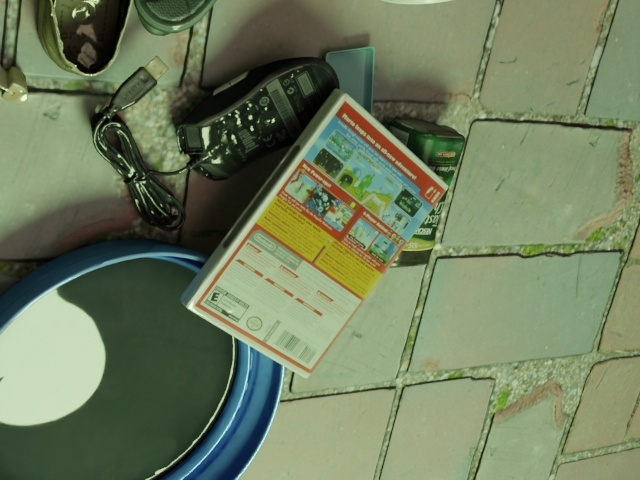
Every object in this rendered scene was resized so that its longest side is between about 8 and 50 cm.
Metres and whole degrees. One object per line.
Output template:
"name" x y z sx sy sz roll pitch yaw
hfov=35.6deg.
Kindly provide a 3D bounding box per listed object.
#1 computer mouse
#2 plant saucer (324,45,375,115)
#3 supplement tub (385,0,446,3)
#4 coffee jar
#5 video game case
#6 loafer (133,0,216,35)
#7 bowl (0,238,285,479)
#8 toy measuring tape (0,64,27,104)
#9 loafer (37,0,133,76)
"computer mouse" -0.117 -0.143 1.054 0.262 0.060 0.184 -36 133 0
"plant saucer" 0.029 -0.135 1.182 0.067 0.018 0.192 -14 121 -28
"supplement tub" 0.105 -0.361 1.037 0.144 0.144 0.200 -21 123 -25
"coffee jar" 0.111 -0.054 1.235 0.096 0.079 0.184 -5 116 -45
"video game case" 0.000 0.000 1.121 0.204 0.025 0.285 37 90 -38
"loafer" -0.087 -0.308 0.990 0.096 0.084 0.267 45 79 -9
"bowl" -0.226 0.177 1.126 0.391 0.077 0.391 -16 121 -28
"toy measuring tape" -0.279 -0.271 0.844 0.121 0.121 0.330 -31 134 -18
"loafer" -0.199 -0.263 0.883 0.102 0.092 0.268 -11 130 -25
